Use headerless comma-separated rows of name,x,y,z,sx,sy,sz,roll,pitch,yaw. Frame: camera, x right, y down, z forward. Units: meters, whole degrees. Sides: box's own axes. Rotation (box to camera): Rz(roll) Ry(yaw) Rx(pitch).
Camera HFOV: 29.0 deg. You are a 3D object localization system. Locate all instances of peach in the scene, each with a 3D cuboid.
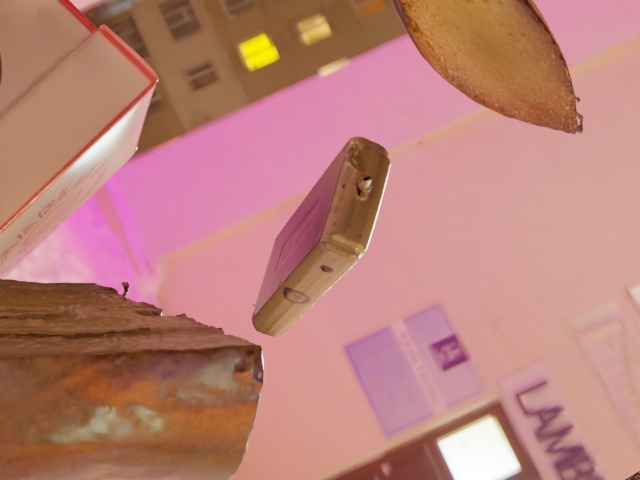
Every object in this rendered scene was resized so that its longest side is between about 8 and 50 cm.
peach,0.196,-0.227,1.351,0.279,0.068,0.189,44,-23,5

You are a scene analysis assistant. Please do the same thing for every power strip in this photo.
power strip,0.000,0.000,0.728,0.169,0.028,0.076,132,-22,-61

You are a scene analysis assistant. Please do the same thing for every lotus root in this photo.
lotus root,-0.219,0.112,0.857,0.267,0.260,0.149,12,-81,53

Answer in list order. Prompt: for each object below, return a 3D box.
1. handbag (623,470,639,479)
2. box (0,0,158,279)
handbag,0.346,0.202,1.074,0.088,0.275,0.244,56,-3,24
box,-0.386,-0.125,1.273,0.300,0.314,0.312,44,-15,-2
